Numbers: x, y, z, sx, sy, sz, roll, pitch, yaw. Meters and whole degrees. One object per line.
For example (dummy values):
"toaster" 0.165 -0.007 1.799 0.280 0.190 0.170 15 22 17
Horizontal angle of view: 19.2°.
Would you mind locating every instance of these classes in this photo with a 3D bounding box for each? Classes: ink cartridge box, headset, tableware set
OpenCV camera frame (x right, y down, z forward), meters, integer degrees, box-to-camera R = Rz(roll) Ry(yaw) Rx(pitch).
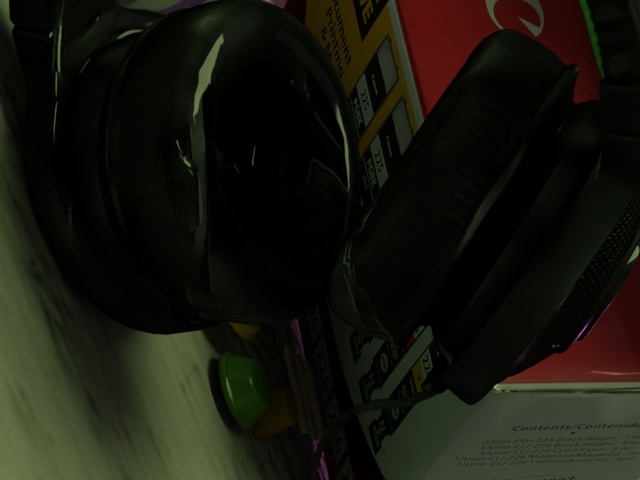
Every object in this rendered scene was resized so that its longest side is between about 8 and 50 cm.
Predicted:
"ink cartridge box" 0.081 -0.032 0.939 0.272 0.130 0.309 119 -35 -52
"headset" 0.000 0.000 0.694 0.185 0.243 0.394 -55 148 -45
"tableware set" -0.038 0.024 0.903 0.104 0.024 0.154 39 35 -62

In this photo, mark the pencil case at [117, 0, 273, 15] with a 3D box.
"pencil case" -0.069 -0.158 0.878 0.086 0.088 0.206 70 9 -54
